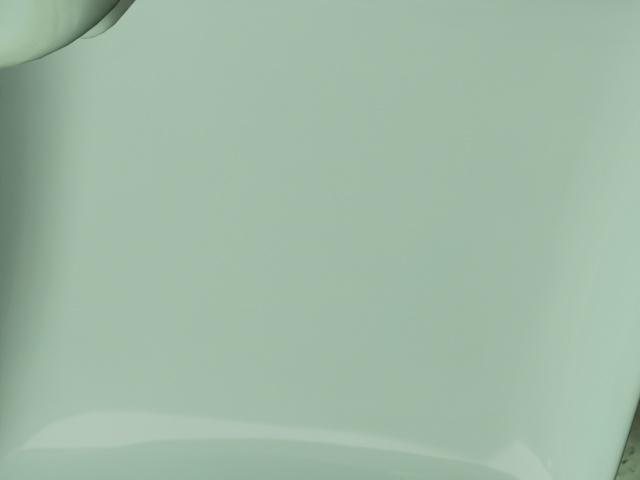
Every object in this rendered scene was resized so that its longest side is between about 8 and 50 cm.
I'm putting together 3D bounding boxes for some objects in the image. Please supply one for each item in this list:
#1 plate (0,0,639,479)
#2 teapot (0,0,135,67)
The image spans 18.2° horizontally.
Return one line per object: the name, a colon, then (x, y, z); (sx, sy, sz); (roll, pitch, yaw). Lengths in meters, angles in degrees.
plate: (0.000, 0.000, 0.760); (0.277, 0.045, 0.278); (4, 125, -10)
teapot: (-0.130, -0.171, 0.532); (0.253, 0.187, 0.256); (15, 163, 11)
